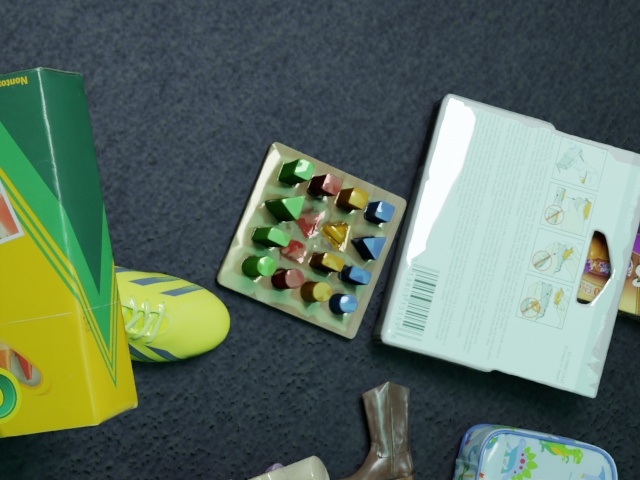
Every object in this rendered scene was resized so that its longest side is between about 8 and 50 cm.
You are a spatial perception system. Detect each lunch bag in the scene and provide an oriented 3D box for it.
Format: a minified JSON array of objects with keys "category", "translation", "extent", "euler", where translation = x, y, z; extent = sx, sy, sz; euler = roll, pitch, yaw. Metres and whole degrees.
[{"category":"lunch bag","translation":[0.219,0.312,1.802],"extent":[0.176,0.090,0.219],"euler":[12,85,-15]}]

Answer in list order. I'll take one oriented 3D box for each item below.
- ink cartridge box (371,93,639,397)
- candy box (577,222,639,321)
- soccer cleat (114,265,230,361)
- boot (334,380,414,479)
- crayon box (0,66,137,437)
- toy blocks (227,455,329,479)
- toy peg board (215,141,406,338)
[{"category":"ink cartridge box","translation":[0.206,0.008,1.807],"extent":[0.239,0.060,0.275],"euler":[16,84,-8]},{"category":"candy box","translation":[0.345,0.030,1.867],"extent":[0.187,0.053,0.109],"euler":[16,83,-14]},{"category":"soccer cleat","translation":[-0.224,0.060,1.663],"extent":[0.289,0.121,0.093],"euler":[16,84,-15]},{"category":"boot","translation":[0.050,0.207,1.782],"extent":[0.106,0.037,0.114],"euler":[-5,93,-30]},{"category":"crayon box","translation":[-0.373,0.030,1.543],"extent":[0.363,0.106,0.313],"euler":[-9,90,16]},{"category":"toy blocks","translation":[-0.107,0.382,1.666],"extent":[0.260,0.309,0.288],"euler":[-23,84,19]},{"category":"toy peg board","translation":[0.000,0.000,1.753],"extent":[0.160,0.079,0.161],"euler":[24,82,-14]}]
